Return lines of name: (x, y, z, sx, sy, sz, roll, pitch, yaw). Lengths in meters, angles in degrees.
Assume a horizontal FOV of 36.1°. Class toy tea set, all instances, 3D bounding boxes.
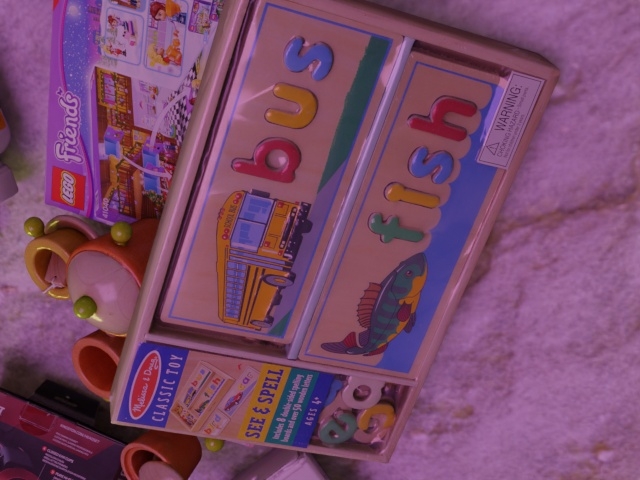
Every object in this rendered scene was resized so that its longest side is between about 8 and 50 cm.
toy tea set: (-0.188, 0.128, 0.953, 0.200, 0.124, 0.336, -12, 109, 35)

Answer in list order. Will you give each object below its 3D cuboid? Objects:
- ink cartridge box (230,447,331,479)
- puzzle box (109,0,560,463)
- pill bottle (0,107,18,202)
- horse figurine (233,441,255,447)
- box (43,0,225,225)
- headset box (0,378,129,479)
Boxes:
ink cartridge box: (-0.023, 0.338, 1.025, 0.158, 0.092, 0.218, -36, 99, -3)
puzzle box: (0.000, 0.000, 0.835, 0.272, 0.052, 0.409, 12, 113, -17)
pill bottle: (-0.383, -0.130, 0.983, 0.118, 0.117, 0.208, -10, 108, 25)
horse figurine: (-0.045, 0.101, 0.978, 0.174, 0.066, 0.263, 7, 122, 22)
box: (-0.154, -0.144, 0.923, 0.201, 0.057, 0.293, 18, 117, 13)
headset box: (-0.342, 0.299, 1.085, 0.218, 0.110, 0.293, 20, 74, 11)
